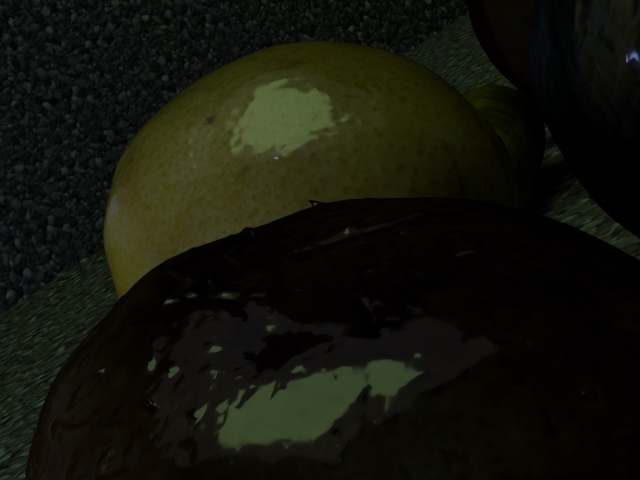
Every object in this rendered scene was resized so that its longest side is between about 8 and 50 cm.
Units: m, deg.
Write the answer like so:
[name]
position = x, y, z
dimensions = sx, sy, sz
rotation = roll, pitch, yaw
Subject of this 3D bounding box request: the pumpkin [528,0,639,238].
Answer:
[pumpkin]
position = 0.328, -0.149, 0.835
dimensions = 0.454, 0.344, 0.454
rotation = -32, 1, 0

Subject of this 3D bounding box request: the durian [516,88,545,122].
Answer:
[durian]
position = 0.334, -0.211, 1.799
dimensions = 0.221, 0.095, 0.137
rotation = -40, -21, -17

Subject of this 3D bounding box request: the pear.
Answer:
[pear]
position = 0.000, 0.000, 1.132
dimensions = 0.314, 0.314, 0.314
rotation = -27, 10, 5

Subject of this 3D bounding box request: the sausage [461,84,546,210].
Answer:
[sausage]
position = 0.169, -0.084, 1.578
dimensions = 0.123, 0.123, 0.347
rotation = -25, 10, 19

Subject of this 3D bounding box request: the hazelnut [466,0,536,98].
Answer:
[hazelnut]
position = 0.350, -0.294, 1.534
dimensions = 0.409, 0.359, 0.359
rotation = -15, 16, 45

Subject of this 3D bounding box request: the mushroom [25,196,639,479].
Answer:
[mushroom]
position = 0.022, 0.101, 0.710
dimensions = 0.345, 0.239, 0.345
rotation = -28, 10, 5
